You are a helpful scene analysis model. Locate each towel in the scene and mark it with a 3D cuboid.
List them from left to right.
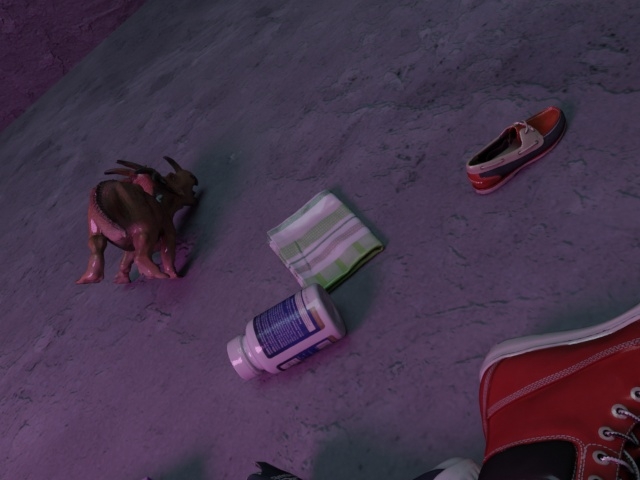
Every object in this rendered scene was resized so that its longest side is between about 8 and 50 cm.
[{"bbox_3d":[0.000,0.000,0.732,0.113,0.023,0.152,-40,39,-1],"label":"towel"}]

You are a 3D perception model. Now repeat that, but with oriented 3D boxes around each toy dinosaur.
[{"bbox_3d":[-0.270,-0.041,0.825,0.127,0.296,0.201,-5,86,2],"label":"toy dinosaur"}]

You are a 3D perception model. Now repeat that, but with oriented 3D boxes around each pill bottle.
[{"bbox_3d":[-0.038,0.102,0.627,0.120,0.067,0.067,-31,40,9],"label":"pill bottle"}]

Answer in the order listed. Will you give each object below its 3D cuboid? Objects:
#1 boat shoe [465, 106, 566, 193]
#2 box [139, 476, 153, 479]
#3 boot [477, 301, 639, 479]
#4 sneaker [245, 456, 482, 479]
[{"bbox_3d":[0.222,-0.110,0.655,0.137,0.043,0.049,-39,37,-3],"label":"boat shoe"},{"bbox_3d":[-0.260,0.378,0.522,0.293,0.057,0.201,-29,40,3],"label":"box"},{"bbox_3d":[0.216,0.111,0.362,0.244,0.088,0.176,-25,14,26],"label":"boot"},{"bbox_3d":[0.006,0.216,0.461,0.235,0.094,0.153,-46,47,6],"label":"sneaker"}]
